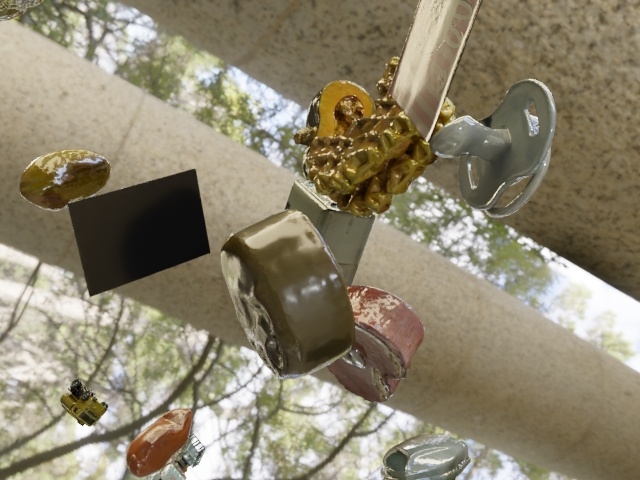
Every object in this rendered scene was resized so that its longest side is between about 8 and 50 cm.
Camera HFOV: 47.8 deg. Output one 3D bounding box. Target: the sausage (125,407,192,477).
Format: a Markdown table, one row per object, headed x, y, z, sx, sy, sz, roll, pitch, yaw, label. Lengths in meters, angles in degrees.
| x | y | z | sx | sy | sz | roll | pitch | yaw | label |
| --- | --- | --- | --- | --- | --- | --- | --- | --- | --- |
| -0.342 | 0.429 | 1.540 | 0.179 | 0.089 | 0.089 | -40 | -179 | -43 | sausage |

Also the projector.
| x | y | z | sx | sy | sz | roll | pitch | yaw | label |
| --- | --- | --- | --- | --- | --- | --- | --- | --- | --- |
| 0.000 | 0.000 | 1.659 | 0.177 | 0.164 | 0.242 | 48 | -57 | 50 | projector |

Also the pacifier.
| x | y | z | sx | sy | sz | roll | pitch | yaw | label |
| --- | --- | --- | --- | --- | --- | --- | --- | --- | --- |
| 0.301 | -0.171 | 1.322 | 0.279 | 0.207 | 0.227 | 132 | -34 | -52 | pacifier |

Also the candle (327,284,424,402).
| x | y | z | sx | sy | sz | roll | pitch | yaw | label |
| --- | --- | --- | --- | --- | --- | --- | --- | --- | --- |
| 0.075 | 0.197 | 1.539 | 0.131 | 0.287 | 0.316 | -53 | 162 | -32 | candle |

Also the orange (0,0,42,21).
| x | y | z | sx | sy | sz | roll | pitch | yaw | label |
| --- | --- | --- | --- | --- | --- | --- | --- | --- | --- |
| -0.574 | -0.462 | 1.145 | 0.329 | 0.249 | 0.329 | -27 | -168 | 6 | orange |

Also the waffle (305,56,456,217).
| x | y | z | sx | sy | sz | roll | pitch | yaw | label |
| --- | --- | --- | --- | --- | --- | --- | --- | --- | --- |
| 0.123 | -0.204 | 1.462 | 0.324 | 0.151 | 0.261 | -48 | -145 | 9 | waffle |

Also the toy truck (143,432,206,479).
| x | y | z | sx | sy | sz | roll | pitch | yaw | label |
| --- | --- | --- | --- | --- | --- | --- | --- | --- | --- |
| -0.361 | 0.569 | 1.788 | 0.115 | 0.080 | 0.177 | -34 | -171 | 13 | toy truck |

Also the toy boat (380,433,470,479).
| x | y | z | sx | sy | sz | roll | pitch | yaw | label |
| --- | --- | --- | --- | --- | --- | --- | --- | --- | --- |
| 0.184 | 0.408 | 1.301 | 0.141 | 0.319 | 0.092 | -5 | -100 | 18 | toy boat |

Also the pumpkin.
| x | y | z | sx | sy | sz | roll | pitch | yaw | label |
| --- | --- | --- | --- | --- | --- | --- | --- | --- | --- |
| 0.031 | -0.283 | 2.010 | 0.139 | 0.222 | 0.316 | 135 | -40 | -75 | pumpkin |

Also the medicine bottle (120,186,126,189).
| x | y | z | sx | sy | sz | roll | pitch | yaw | label |
| --- | --- | --- | --- | --- | --- | --- | --- | --- | --- |
| -0.619 | -0.053 | 2.136 | 0.216 | 0.090 | 0.090 | -53 | -163 | -20 | medicine bottle |

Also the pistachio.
| x | y | z | sx | sy | sz | roll | pitch | yaw | label |
| --- | --- | --- | --- | --- | --- | --- | --- | --- | --- |
| -0.503 | -0.121 | 1.408 | 0.189 | 0.110 | 0.100 | -32 | 174 | -41 | pistachio |

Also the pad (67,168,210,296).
| x | y | z | sx | sy | sz | roll | pitch | yaw | label |
| --- | --- | --- | --- | --- | --- | --- | --- | --- | --- |
| -0.307 | -0.016 | 1.263 | 0.006 | 0.246 | 0.170 | 13 | -63 | 47 | pad |

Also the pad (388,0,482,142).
| x | y | z | sx | sy | sz | roll | pitch | yaw | label |
| --- | --- | --- | --- | --- | --- | --- | --- | --- | --- |
| 0.163 | -0.303 | 0.966 | 0.202 | 0.005 | 0.299 | -110 | -147 | -57 | pad |

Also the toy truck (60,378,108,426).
| x | y | z | sx | sy | sz | roll | pitch | yaw | label |
| --- | --- | --- | --- | --- | --- | --- | --- | --- | --- |
| -0.408 | 0.283 | 1.246 | 0.083 | 0.049 | 0.054 | 20 | -117 | 46 | toy truck |

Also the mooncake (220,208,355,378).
| x | y | z | sx | sy | sz | roll | pitch | yaw | label |
| --- | --- | --- | --- | --- | --- | --- | --- | --- | --- |
| -0.065 | 0.099 | 1.272 | 0.156 | 0.284 | 0.284 | -24 | -170 | -20 | mooncake |
